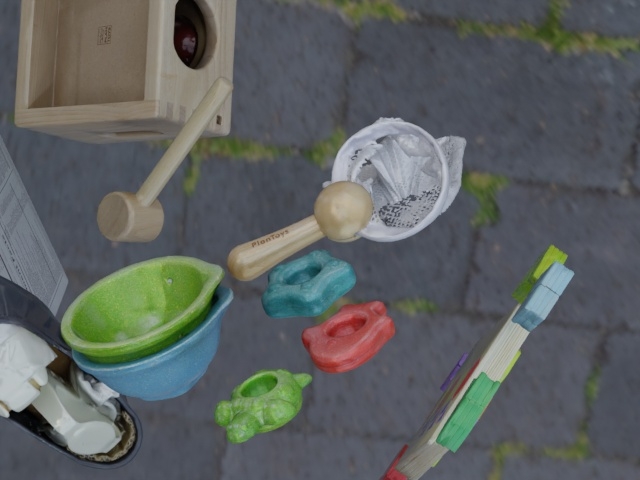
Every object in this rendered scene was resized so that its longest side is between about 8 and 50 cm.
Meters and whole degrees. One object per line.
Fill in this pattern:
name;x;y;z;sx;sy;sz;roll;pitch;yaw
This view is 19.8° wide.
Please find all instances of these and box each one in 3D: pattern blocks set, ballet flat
pattern blocks set;0.118;0.126;1.485;0.026;0.325;0.285;34;83;3
ballet flat;-0.167;0.079;1.056;0.074;0.074;0.203;-36;138;7

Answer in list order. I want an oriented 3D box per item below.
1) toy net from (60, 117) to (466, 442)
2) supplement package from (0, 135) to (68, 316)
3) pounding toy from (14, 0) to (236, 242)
toy net;0.000;0.000;0.795;0.232;0.122;0.045;-42;122;-37
supplement package;-0.318;0.016;1.287;0.199;0.262;0.198;-22;104;4
pounding toy;-0.109;-0.097;1.241;0.181;0.094;0.206;-1;83;33
